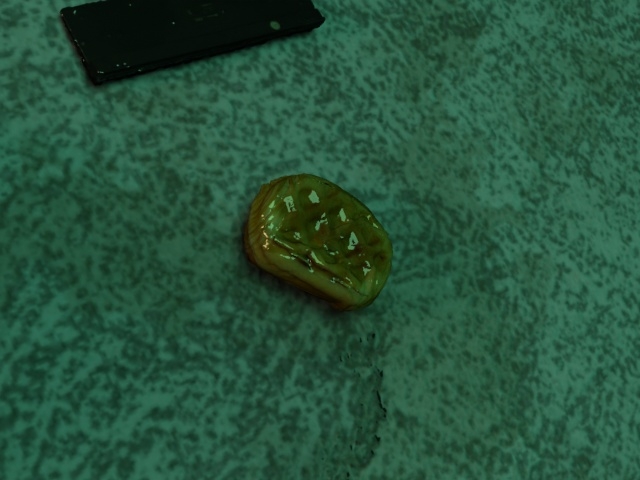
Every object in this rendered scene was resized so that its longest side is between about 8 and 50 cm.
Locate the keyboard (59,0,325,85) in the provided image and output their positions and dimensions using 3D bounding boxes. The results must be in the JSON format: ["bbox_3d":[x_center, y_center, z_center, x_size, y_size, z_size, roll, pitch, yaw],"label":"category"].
[{"bbox_3d":[-0.086,-0.155,0.790,0.195,0.018,0.060,-20,74,-34],"label":"keyboard"}]

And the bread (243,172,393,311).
[{"bbox_3d":[0.000,0.000,0.760,0.110,0.044,0.083,29,55,-19],"label":"bread"}]
